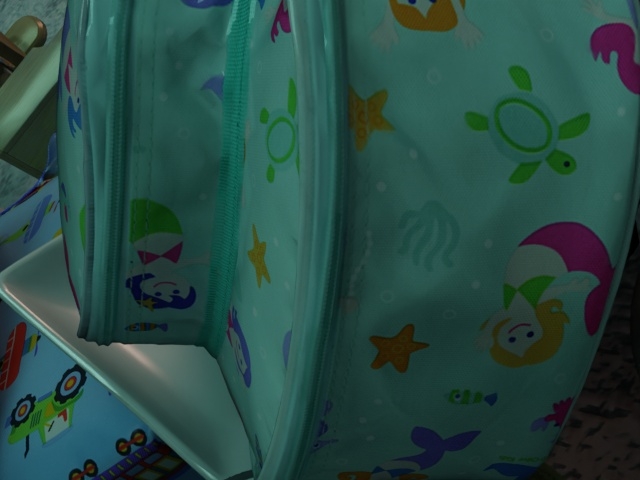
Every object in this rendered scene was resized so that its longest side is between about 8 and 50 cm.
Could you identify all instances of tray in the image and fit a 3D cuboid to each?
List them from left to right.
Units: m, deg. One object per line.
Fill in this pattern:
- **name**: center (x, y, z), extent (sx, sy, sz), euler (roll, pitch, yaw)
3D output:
- **tray**: center (0.000, 0.000, 0.581), extent (0.145, 0.030, 0.270), euler (36, 51, 23)

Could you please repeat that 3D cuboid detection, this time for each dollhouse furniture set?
- **dollhouse furniture set**: center (-0.252, -0.178, 1.038), extent (0.242, 0.212, 0.161), euler (41, 93, 30)

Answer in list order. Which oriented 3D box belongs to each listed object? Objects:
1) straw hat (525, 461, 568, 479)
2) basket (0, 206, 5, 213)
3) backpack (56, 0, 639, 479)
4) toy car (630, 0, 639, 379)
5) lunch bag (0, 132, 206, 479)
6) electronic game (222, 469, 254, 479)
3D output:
- **straw hat**: center (0.049, 0.145, 0.499), extent (0.144, 0.144, 0.061), euler (-49, -5, 3)
- **basket**: center (-0.476, 0.027, 1.044), extent (0.331, 0.266, 0.328), euler (-55, 33, -9)
- **backpack**: center (0.006, -0.043, 0.433), extent (0.253, 0.191, 0.225), euler (-109, 22, -49)
- **toy car**: center (0.188, 0.002, 0.419), extent (0.219, 0.210, 0.237), euler (-152, 70, -69)
- **lunch bag**: center (-0.135, 0.049, 0.695), extent (0.221, 0.138, 0.293), euler (-35, 48, 23)
- **electronic game**: center (0.008, 0.189, 0.429), extent (0.229, 0.048, 0.229), euler (-3, 78, 14)
